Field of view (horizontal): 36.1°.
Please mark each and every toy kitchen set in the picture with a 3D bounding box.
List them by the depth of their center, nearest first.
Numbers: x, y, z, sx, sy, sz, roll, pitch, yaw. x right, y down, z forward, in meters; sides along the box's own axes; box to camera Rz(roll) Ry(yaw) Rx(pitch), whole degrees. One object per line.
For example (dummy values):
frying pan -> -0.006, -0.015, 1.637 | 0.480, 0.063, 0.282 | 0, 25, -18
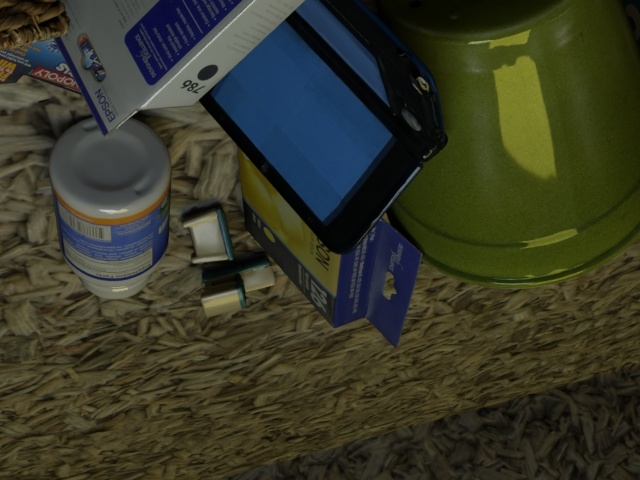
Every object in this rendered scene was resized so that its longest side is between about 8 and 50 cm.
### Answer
toy kitchen set -> -0.145, 0.018, 1.587 | 0.122, 0.166, 0.207 | -14, -171, -4

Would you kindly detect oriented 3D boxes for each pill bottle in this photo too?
pill bottle -> -0.278, -0.031, 1.322 | 0.152, 0.152, 0.272 | -9, 152, -15

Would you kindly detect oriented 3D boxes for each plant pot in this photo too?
plant pot -> 0.215, -0.193, 1.140 | 0.366, 0.366, 0.353 | -19, 141, 4

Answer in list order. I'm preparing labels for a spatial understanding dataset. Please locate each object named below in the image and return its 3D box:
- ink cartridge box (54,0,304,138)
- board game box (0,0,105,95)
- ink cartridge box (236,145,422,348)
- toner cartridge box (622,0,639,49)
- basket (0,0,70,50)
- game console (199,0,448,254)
ink cartridge box -> -0.105, -0.252, 0.912 | 0.332, 0.165, 0.065 | -37, 158, 20
board game box -> -0.298, -0.227, 1.050 | 0.194, 0.060, 0.194 | -34, 148, 31
ink cartridge box -> 0.000, 0.000, 1.378 | 0.072, 0.307, 0.304 | -33, 157, -19
toner cartridge box -> 0.449, -0.241, 1.295 | 0.075, 0.165, 0.348 | -9, 146, -14
basket -> -0.392, -0.250, 0.849 | 0.299, 0.223, 0.213 | -10, -164, 18
game console -> -0.025, -0.162, 1.021 | 0.173, 0.293, 0.250 | -42, 162, -1
